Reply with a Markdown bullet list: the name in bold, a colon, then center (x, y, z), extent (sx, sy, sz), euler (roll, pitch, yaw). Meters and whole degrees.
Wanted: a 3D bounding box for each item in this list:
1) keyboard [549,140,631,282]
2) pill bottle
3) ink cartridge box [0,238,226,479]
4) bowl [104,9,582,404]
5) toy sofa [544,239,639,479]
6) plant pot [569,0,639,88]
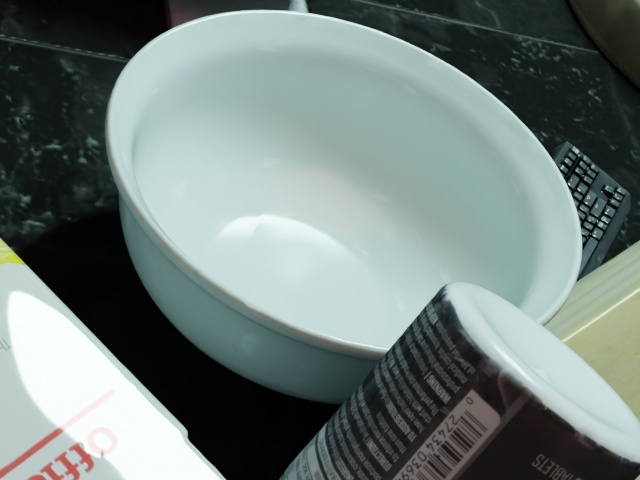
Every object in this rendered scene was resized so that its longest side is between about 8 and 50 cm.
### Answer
- **keyboard**: center (0.173, -0.018, 1.132), extent (0.108, 0.023, 0.180), euler (36, 42, 3)
- **pill bottle**: center (0.037, 0.150, 0.735), extent (0.130, 0.245, 0.130), euler (36, 14, -10)
- **ink cartridge box**: center (-0.212, 0.096, 0.688), extent (0.353, 0.119, 0.207), euler (45, 44, 9)
- **bowl**: center (0.000, 0.000, 0.921), extent (0.298, 0.134, 0.297), euler (13, 41, -12)
- **toy sofa**: center (0.222, 0.090, 0.938), extent (0.363, 0.177, 0.150), euler (-30, 93, -28)
- **plant pot**: center (0.425, -0.284, 1.333), extent (0.323, 0.280, 0.323), euler (16, 47, -18)
